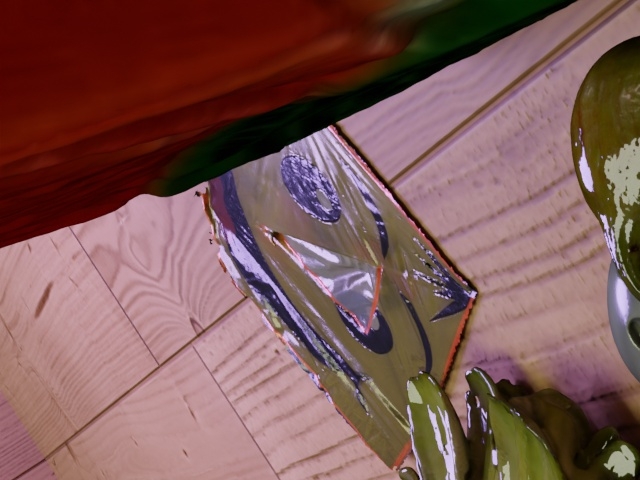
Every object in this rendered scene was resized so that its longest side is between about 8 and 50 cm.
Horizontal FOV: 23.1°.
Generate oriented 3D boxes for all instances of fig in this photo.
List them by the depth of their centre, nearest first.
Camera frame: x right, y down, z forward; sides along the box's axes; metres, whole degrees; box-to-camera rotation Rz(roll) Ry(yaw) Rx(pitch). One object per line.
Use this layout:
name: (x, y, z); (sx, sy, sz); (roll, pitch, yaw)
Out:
fig: (0.126, -0.029, 0.572); (0.084, 0.098, 0.082); (35, 174, 4)

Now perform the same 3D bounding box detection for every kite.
kite: (-0.002, 0.001, 0.998); (0.327, 0.013, 0.377); (21, 136, 56)

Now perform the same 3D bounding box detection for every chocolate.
chocolate: (-0.050, -0.106, 0.534); (0.161, 0.341, 0.360); (68, 159, -1)

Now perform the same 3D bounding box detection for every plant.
plant: (0.121, 0.240, 0.838); (0.261, 0.297, 0.306); (29, 142, -8)

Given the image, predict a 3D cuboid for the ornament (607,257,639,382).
ornament: (0.158, 0.049, 0.647); (0.075, 0.081, 0.156); (-5, 129, 18)
